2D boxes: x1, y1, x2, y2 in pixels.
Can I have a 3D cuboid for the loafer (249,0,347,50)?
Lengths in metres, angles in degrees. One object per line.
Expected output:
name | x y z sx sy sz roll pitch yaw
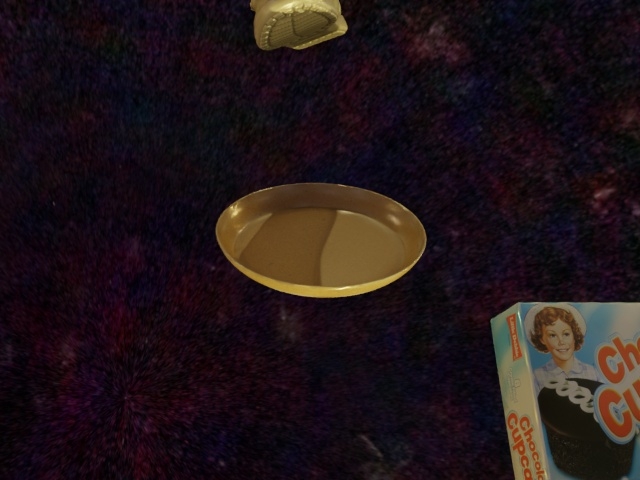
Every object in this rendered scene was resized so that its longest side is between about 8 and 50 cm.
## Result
loafer | -0.032 -0.281 0.964 0.101 0.268 0.092 -20 96 9

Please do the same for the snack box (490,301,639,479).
snack box | 0.318 0.151 0.731 0.321 0.060 0.187 1 68 -17

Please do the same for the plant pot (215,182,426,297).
plant pot | 0.000 0.000 0.931 0.236 0.236 0.032 -5 121 -14
